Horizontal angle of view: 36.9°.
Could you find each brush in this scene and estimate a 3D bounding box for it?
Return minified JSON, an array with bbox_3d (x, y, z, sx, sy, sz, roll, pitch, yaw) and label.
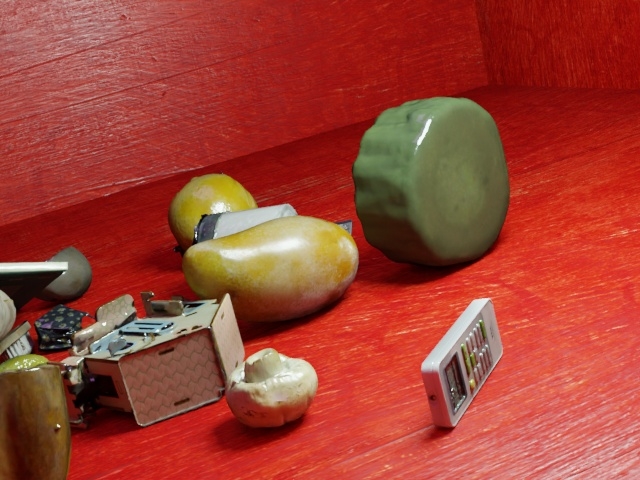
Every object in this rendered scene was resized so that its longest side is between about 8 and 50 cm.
[{"bbox_3d":[-0.627,0.224,1.921,0.070,0.065,0.327,-32,6,-3],"label":"brush"}]

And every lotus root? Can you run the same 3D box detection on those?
[{"bbox_3d":[-0.504,0.290,1.372,0.316,0.250,0.316,-11,4,1],"label":"lotus root"}]

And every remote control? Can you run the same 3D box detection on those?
[{"bbox_3d":[0.212,0.175,1.415,0.034,0.103,0.250,-7,15,31],"label":"remote control"}]

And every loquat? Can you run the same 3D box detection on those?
[{"bbox_3d":[-0.273,-0.048,2.409,0.243,0.244,0.244,-12,15,3],"label":"loquat"}]

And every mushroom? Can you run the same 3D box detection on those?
[{"bbox_3d":[-0.076,0.224,1.459,0.148,0.112,0.148,-20,10,4],"label":"mushroom"},{"bbox_3d":[-0.628,0.093,2.366,0.117,0.141,0.188,27,11,8],"label":"mushroom"}]

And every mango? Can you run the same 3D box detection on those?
[{"bbox_3d":[-0.090,0.055,1.859,0.384,0.199,0.221,0,-25,-37],"label":"mango"}]

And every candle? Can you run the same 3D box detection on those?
[{"bbox_3d":[-0.105,0.011,2.109,0.330,0.187,0.187,-8,16,17],"label":"candle"}]

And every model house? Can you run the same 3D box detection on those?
[{"bbox_3d":[-0.267,0.190,1.633,0.244,0.169,0.326,2,21,38],"label":"model house"}]

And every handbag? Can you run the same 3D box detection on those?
[{"bbox_3d":[-0.522,0.193,2.040,0.139,0.072,0.115,6,18,15],"label":"handbag"}]

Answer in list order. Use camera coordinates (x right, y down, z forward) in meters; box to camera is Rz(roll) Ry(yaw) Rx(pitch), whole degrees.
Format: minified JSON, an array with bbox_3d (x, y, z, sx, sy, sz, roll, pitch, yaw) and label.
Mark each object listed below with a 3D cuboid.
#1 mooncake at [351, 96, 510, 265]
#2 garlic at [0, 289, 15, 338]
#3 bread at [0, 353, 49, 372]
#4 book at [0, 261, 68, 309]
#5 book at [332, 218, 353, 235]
[{"bbox_3d":[0.230,-0.119,1.988,0.194,0.357,0.356,7,25,45],"label":"mooncake"},{"bbox_3d":[-0.738,0.150,1.837,0.253,0.245,0.245,-50,18,1],"label":"garlic"},{"bbox_3d":[-0.560,0.263,1.810,0.149,0.065,0.187,8,23,40],"label":"bread"},{"bbox_3d":[-0.761,0.112,2.183,0.264,0.031,0.379,1,-18,-35],"label":"book"},{"bbox_3d":[0.000,0.001,2.365,0.157,0.026,0.231,-8,16,6],"label":"book"}]
